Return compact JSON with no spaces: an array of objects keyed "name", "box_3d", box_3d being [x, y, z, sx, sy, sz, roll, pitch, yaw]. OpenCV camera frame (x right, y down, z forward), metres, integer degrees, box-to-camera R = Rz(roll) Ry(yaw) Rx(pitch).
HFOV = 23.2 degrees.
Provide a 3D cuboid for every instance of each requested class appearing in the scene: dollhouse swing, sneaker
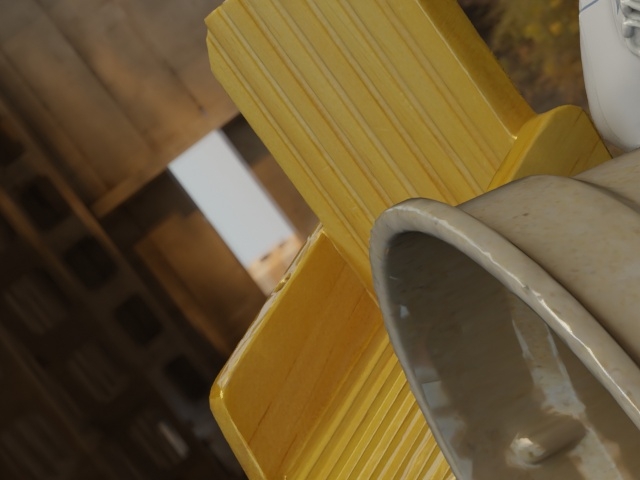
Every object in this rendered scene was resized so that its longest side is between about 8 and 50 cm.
[{"name":"dollhouse swing","box_3d":[0.000,0.000,1.126,0.305,0.315,0.347,40,155,-15]},{"name":"sneaker","box_3d":[0.222,-0.185,1.007,0.129,0.111,0.297,-56,-24,-55]}]

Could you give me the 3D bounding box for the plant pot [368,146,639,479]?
[{"name":"plant pot","box_3d":[0.238,0.055,0.653,0.334,0.305,0.334,56,169,17]}]
